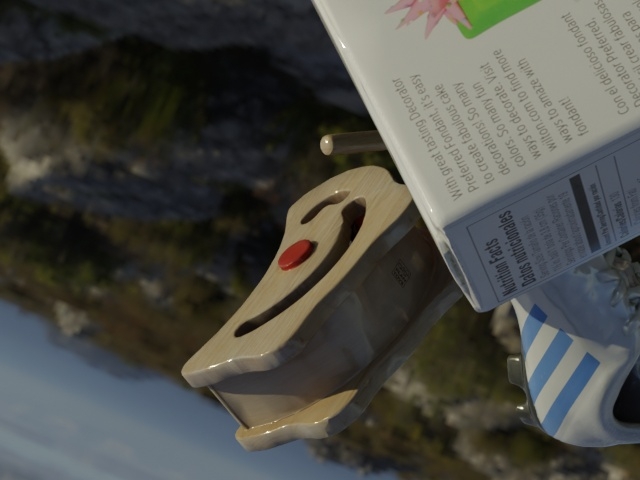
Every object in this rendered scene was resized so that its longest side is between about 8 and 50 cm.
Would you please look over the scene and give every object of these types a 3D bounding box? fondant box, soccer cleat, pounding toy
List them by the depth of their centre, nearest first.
[{"bbox_3d":[0.158,-0.152,0.761,0.238,0.330,0.096,64,-178,30],"label":"fondant box"},{"bbox_3d":[0.000,0.000,1.180,0.155,0.269,0.154,52,155,-22],"label":"pounding toy"},{"bbox_3d":[0.200,0.025,1.314,0.143,0.116,0.331,3,131,33],"label":"soccer cleat"}]
